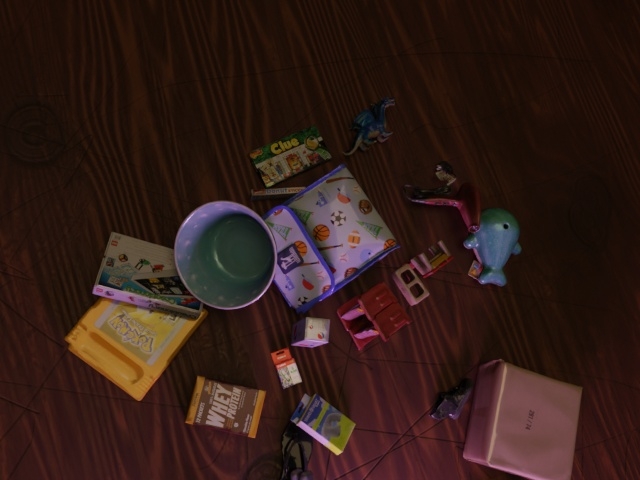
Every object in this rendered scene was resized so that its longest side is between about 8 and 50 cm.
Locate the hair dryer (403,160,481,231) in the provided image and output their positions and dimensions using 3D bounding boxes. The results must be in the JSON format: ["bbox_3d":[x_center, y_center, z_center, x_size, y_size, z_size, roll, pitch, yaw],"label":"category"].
[{"bbox_3d":[0.449,-0.133,2.019,0.223,0.080,0.293,-36,60,-17],"label":"hair dryer"}]

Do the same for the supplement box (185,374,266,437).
[{"bbox_3d":[-0.275,0.471,1.660,0.194,0.191,0.129,15,73,-9],"label":"supplement box"}]

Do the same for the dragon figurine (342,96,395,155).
[{"bbox_3d":[0.155,-0.396,2.029,0.289,0.085,0.144,-31,85,-19],"label":"dragon figurine"}]

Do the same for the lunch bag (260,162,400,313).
[{"bbox_3d":[0.000,0.000,1.827,0.385,0.239,0.328,-32,86,-3],"label":"lunch bag"}]

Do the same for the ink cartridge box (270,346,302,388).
[{"bbox_3d":[-0.107,0.394,1.804,0.063,0.029,0.115,-18,82,-16],"label":"ink cartridge box"}]

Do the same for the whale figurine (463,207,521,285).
[{"bbox_3d":[0.605,0.016,2.005,0.216,0.141,0.272,9,73,-11],"label":"whale figurine"}]

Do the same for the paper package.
[{"bbox_3d":[0.649,0.583,1.866,0.309,0.168,0.325,19,72,-8],"label":"paper package"}]

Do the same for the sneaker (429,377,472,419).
[{"bbox_3d":[0.424,0.511,1.890,0.089,0.051,0.170,31,75,-9],"label":"sneaker"}]

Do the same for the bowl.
[{"bbox_3d":[-0.251,0.034,1.709,0.311,0.163,0.312,2,96,15],"label":"bowl"}]

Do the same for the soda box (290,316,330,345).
[{"bbox_3d":[-0.033,0.279,1.751,0.074,0.216,0.069,8,74,-12],"label":"soda box"}]

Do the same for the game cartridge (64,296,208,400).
[{"bbox_3d":[-0.543,0.258,1.723,0.285,0.053,0.324,37,70,-2],"label":"game cartridge"}]

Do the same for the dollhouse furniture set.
[{"bbox_3d":[0.257,0.175,1.863,0.374,0.201,0.152,-32,85,-25],"label":"dollhouse furniture set"}]

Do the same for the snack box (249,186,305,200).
[{"bbox_3d":[-0.140,-0.153,1.911,0.178,0.064,0.022,-4,79,-14],"label":"snack box"}]

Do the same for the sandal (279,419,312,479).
[{"bbox_3d":[-0.075,0.666,1.732,0.097,0.054,0.254,10,75,-11],"label":"sandal"}]

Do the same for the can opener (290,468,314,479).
[{"bbox_3d":[-0.030,0.801,1.692,0.093,0.074,0.280,-14,94,-54],"label":"can opener"}]

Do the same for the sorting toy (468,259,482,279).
[{"bbox_3d":[0.564,0.113,2.040,0.083,0.012,0.062,29,72,-5],"label":"sorting toy"}]

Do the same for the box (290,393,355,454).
[{"bbox_3d":[0.009,0.552,1.768,0.178,0.042,0.109,37,47,-2],"label":"box"}]

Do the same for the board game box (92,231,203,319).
[{"bbox_3d":[-0.488,0.104,1.713,0.305,0.053,0.193,18,50,-19],"label":"board game box"}]

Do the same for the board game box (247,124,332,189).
[{"bbox_3d":[-0.101,-0.284,1.972,0.259,0.030,0.136,-27,82,-18],"label":"board game box"}]
